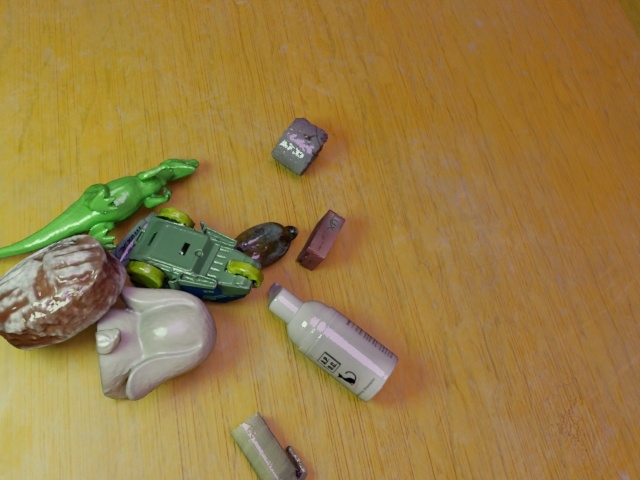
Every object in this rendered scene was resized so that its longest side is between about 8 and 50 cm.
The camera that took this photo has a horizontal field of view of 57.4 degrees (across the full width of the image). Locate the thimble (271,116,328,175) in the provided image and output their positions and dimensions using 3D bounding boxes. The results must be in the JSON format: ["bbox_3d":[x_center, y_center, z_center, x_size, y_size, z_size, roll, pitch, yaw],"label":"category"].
[{"bbox_3d":[-0.062,-0.277,1.720,0.118,0.127,0.151,35,55,0],"label":"thimble"}]

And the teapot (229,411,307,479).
[{"bbox_3d":[-0.112,0.500,1.363,0.107,0.077,0.200,-23,72,-45],"label":"teapot"}]

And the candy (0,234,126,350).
[{"bbox_3d":[-0.575,0.109,1.267,0.290,0.157,0.214,-32,52,-9],"label":"candy"}]

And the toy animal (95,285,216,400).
[{"bbox_3d":[-0.371,0.226,1.344,0.265,0.206,0.271,-5,64,-14],"label":"toy animal"}]

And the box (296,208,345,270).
[{"bbox_3d":[0.000,0.000,1.613,0.060,0.111,0.156,34,61,-7],"label":"box"}]

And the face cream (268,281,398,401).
[{"bbox_3d":[0.007,0.241,1.480,0.370,0.145,0.145,36,61,4],"label":"face cream"}]

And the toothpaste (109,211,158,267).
[{"bbox_3d":[-0.510,0.044,1.482,0.075,0.048,0.297,34,63,2],"label":"toothpaste"}]

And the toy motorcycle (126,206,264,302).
[{"bbox_3d":[-0.296,0.072,1.456,0.327,0.200,0.191,19,61,6],"label":"toy motorcycle"}]

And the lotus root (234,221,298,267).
[{"bbox_3d":[-0.145,0.007,1.582,0.192,0.088,0.113,-26,91,-26],"label":"lotus root"}]

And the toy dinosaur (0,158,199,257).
[{"bbox_3d":[-0.587,-0.102,1.496,0.500,0.144,0.374,-11,27,9],"label":"toy dinosaur"}]
